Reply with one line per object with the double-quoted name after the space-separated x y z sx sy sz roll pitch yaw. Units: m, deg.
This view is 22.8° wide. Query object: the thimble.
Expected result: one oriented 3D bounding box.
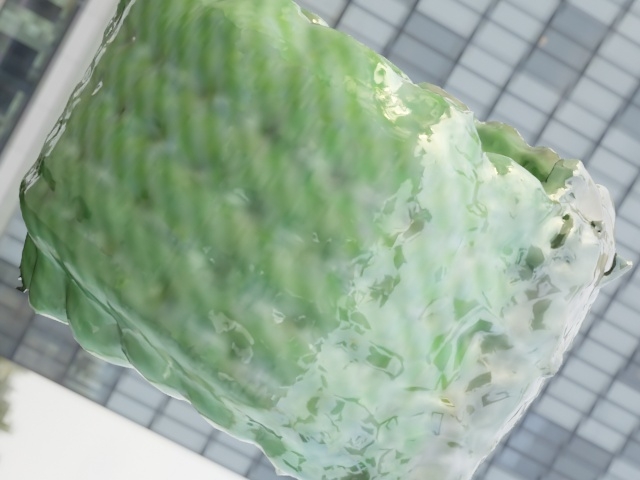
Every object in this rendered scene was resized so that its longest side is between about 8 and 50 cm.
0.000 0.000 0.600 0.150 0.219 0.219 -59 -168 7 "thimble"
